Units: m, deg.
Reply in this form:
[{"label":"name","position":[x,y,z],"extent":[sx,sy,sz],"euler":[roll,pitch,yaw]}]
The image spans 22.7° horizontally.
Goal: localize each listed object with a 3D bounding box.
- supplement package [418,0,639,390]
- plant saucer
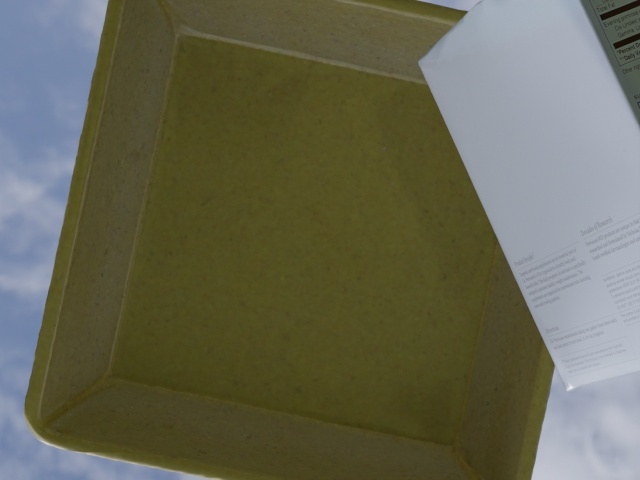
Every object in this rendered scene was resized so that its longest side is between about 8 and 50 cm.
[{"label":"supplement package","position":[0.181,-0.052,0.812],"extent":[0.149,0.194,0.203],"euler":[-22,-95,-18]},{"label":"plant saucer","position":[0.000,0.000,1.069],"extent":[0.333,0.332,0.081],"euler":[12,180,-1]}]
